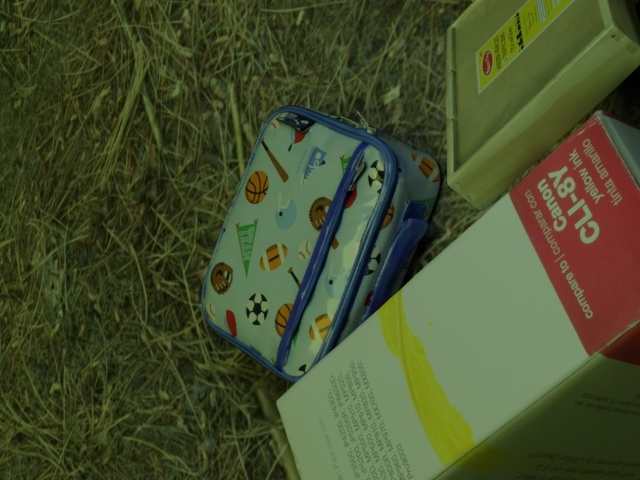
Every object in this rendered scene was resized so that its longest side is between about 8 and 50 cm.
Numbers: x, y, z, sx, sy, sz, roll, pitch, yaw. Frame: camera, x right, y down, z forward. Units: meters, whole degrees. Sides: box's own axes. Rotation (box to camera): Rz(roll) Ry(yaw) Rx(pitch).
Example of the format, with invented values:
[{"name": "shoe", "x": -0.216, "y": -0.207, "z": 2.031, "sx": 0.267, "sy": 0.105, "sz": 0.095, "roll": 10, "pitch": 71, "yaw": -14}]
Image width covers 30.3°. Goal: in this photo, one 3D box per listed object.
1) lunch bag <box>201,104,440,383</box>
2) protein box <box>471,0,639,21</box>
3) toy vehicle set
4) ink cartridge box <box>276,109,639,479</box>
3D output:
[{"name": "lunch bag", "x": 0.000, "y": 0.000, "z": 1.321, "sx": 0.243, "sy": 0.115, "sz": 0.303, "roll": 30, "pitch": 104, "yaw": 45}, {"name": "protein box", "x": 0.230, "y": -0.303, "z": 1.123, "sx": 0.201, "sy": 0.136, "sz": 0.199, "roll": -54, "pitch": 47, "yaw": 23}, {"name": "toy vehicle set", "x": 0.167, "y": -0.157, "z": 0.927, "sx": 0.166, "sy": 0.035, "sz": 0.266, "roll": -45, "pitch": 20, "yaw": 30}, {"name": "ink cartridge box", "x": 0.192, "y": 0.106, "z": 0.948, "sx": 0.385, "sy": 0.279, "sz": 0.160, "roll": -45, "pitch": 50, "yaw": 31}]
